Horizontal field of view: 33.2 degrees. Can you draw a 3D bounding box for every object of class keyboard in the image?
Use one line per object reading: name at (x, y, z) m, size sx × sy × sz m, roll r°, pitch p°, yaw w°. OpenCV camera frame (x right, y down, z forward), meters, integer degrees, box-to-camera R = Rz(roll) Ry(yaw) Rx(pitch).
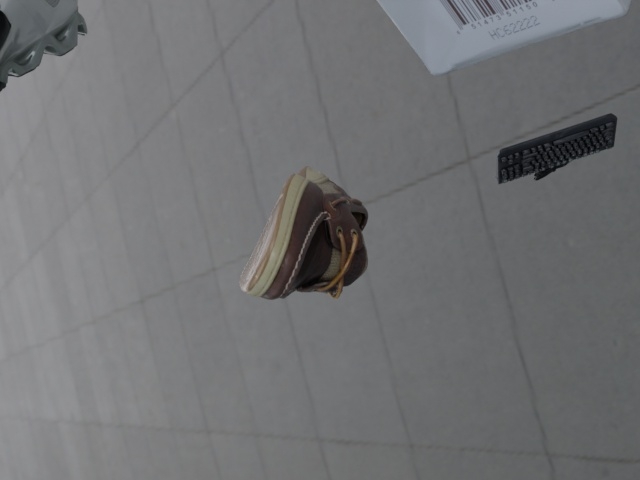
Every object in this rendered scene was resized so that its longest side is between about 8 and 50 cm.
keyboard at (0.342, -0.124, 1.562) m, size 0.108 × 0.180 × 0.023 m, roll 75°, pitch 177°, yaw -62°

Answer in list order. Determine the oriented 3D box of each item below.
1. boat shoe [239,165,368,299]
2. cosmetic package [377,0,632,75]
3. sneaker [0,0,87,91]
boat shoe at (0.000, 0.000, 1.218) m, size 0.123 × 0.123 × 0.342 m, roll -64°, pitch -1°, yaw 13°
cosmetic package at (0.232, -0.403, 1.139) m, size 0.230 × 0.453 × 0.161 m, roll -12°, pitch 132°, yaw 42°
sneaker at (-0.335, -0.204, 0.984) m, size 0.330 × 0.122 × 0.146 m, roll -62°, pitch -22°, yaw -51°
